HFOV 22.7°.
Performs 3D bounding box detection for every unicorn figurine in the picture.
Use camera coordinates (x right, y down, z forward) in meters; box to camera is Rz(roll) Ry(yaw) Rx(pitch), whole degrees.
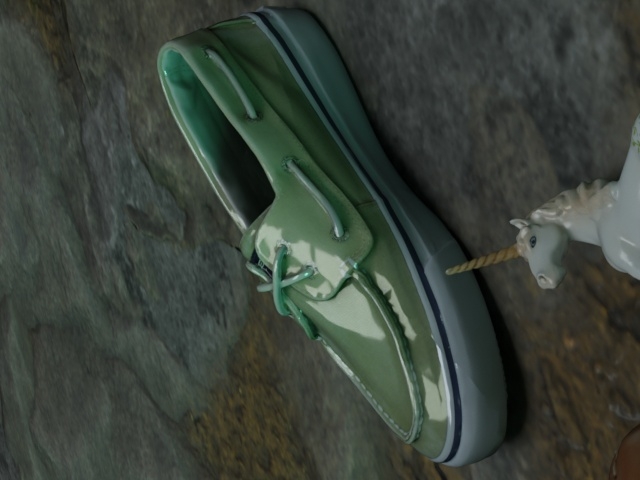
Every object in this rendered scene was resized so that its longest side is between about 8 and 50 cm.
[{"bbox_3d":[0.137,-0.008,0.666,0.111,0.060,0.162,56,133,35],"label":"unicorn figurine"}]

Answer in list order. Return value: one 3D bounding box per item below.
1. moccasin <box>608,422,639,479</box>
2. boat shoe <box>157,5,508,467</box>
[{"bbox_3d":[0.206,0.238,0.586,0.147,0.139,0.380,-36,81,54],"label":"moccasin"},{"bbox_3d":[0.000,0.000,0.890,0.302,0.094,0.109,61,151,26],"label":"boat shoe"}]
